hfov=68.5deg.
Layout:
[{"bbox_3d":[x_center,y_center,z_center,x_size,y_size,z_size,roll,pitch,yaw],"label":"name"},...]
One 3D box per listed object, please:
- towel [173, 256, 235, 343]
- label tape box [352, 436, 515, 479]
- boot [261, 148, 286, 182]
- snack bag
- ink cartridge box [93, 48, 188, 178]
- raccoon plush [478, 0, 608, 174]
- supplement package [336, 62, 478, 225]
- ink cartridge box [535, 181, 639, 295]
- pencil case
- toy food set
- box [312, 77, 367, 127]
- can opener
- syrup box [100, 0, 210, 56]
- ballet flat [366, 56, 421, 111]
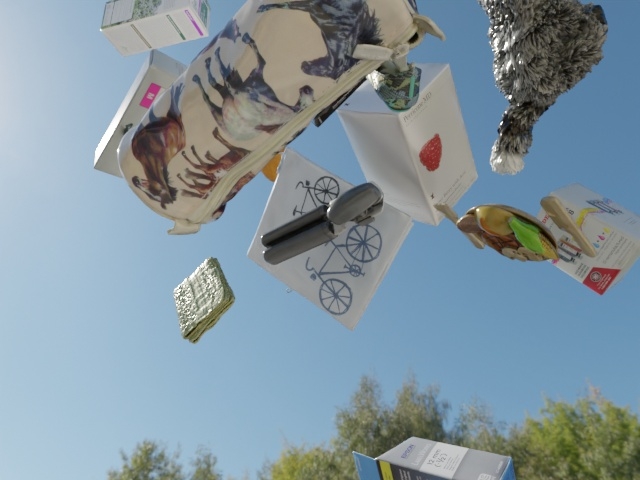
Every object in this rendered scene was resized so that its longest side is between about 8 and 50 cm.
[{"bbox_3d":[-0.200,0.098,0.799,0.110,0.148,0.027,-42,-51,2],"label":"towel"},{"bbox_3d":[0.266,0.591,1.069,0.348,0.115,0.249,-5,-76,42],"label":"label tape box"},{"bbox_3d":[-0.158,-0.275,1.275,0.104,0.211,0.295,-16,-68,1],"label":"boot"},{"bbox_3d":[0.000,0.000,1.088,0.342,0.037,0.323,32,-63,17],"label":"snack bag"},{"bbox_3d":[-0.282,-0.207,0.943,0.239,0.060,0.275,20,-48,-36],"label":"ink cartridge box"},{"bbox_3d":[0.403,-0.385,0.980,0.299,0.446,0.216,14,-1,-29],"label":"raccoon plush"},{"bbox_3d":[0.196,-0.207,1.021,0.175,0.177,0.293,23,-28,46],"label":"supplement package"},{"bbox_3d":[0.513,-0.010,0.903,0.127,0.176,0.128,-16,-45,-39],"label":"ink cartridge box"},{"bbox_3d":[-0.066,-0.182,0.572,0.410,0.183,0.160,-38,-32,20],"label":"pencil case"},{"bbox_3d":[0.242,-0.004,0.618,0.132,0.038,0.192,39,-17,-24],"label":"toy food set"},{"bbox_3d":[0.012,-0.290,0.830,0.162,0.116,0.029,-46,-26,-1],"label":"box"},{"bbox_3d":[-0.010,-0.040,0.908,0.283,0.076,0.095,-25,-31,23],"label":"can opener"},{"bbox_3d":[-0.389,-0.528,1.121,0.237,0.093,0.096,-7,-23,12],"label":"syrup box"},{"bbox_3d":[0.077,-0.247,0.617,0.070,0.188,0.070,-22,-34,-15],"label":"ballet flat"}]
